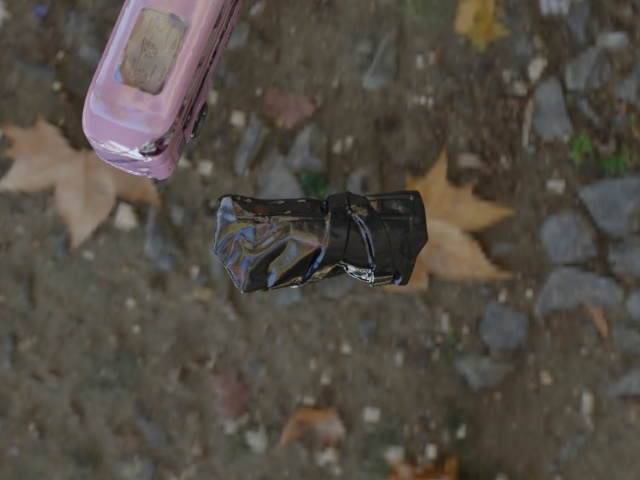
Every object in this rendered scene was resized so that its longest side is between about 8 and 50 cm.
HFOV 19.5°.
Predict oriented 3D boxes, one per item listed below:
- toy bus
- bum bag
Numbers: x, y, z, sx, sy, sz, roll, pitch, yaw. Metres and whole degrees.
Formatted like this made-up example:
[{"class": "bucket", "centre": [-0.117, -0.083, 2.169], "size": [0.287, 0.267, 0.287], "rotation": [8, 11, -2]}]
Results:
[{"class": "toy bus", "centre": [-0.078, -0.138, 1.099], "size": [0.063, 0.090, 0.203], "rotation": [20, 80, 4]}, {"class": "bum bag", "centre": [0.001, 0.000, 1.028], "size": [0.124, 0.034, 0.057], "rotation": [-4, 87, -14]}]
